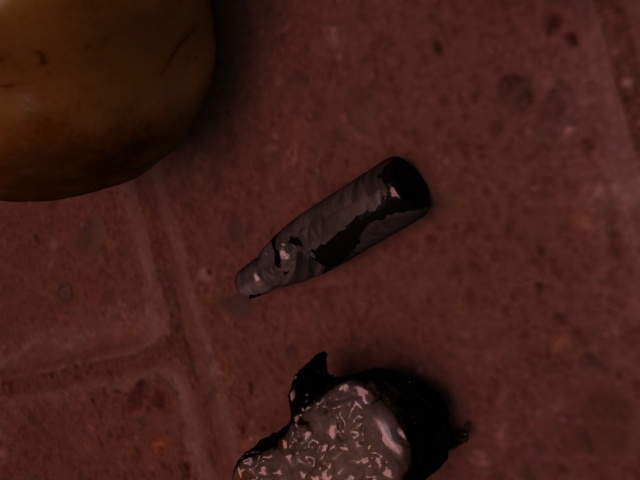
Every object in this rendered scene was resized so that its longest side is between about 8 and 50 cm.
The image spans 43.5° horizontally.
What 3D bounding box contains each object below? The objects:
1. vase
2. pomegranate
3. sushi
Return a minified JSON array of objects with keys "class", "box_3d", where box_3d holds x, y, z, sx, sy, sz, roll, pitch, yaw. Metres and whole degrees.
[{"class":"vase","box_3d":[0.000,0.000,0.725,0.211,0.060,0.059,-32,81,32]},{"class":"pomegranate","box_3d":[-0.254,-0.199,0.704,0.333,0.333,0.332,6,102,31]},{"class":"sushi","box_3d":[0.011,0.190,0.721,0.147,0.115,0.212,47,118,12]}]
